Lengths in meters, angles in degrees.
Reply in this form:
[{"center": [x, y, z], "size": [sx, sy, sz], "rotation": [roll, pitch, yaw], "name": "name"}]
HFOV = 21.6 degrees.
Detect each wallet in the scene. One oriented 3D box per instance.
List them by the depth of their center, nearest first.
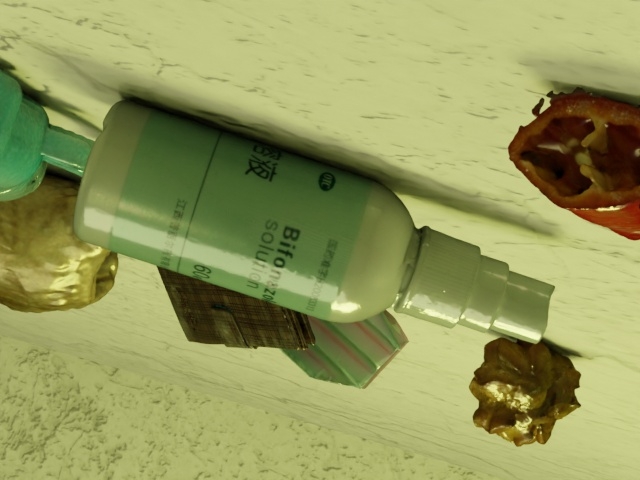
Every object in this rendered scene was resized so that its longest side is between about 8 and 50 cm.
[{"center": [-0.089, 0.045, 1.634], "size": [0.042, 0.124, 0.230], "rotation": [-28, -165, -31], "name": "wallet"}]

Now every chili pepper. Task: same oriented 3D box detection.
[{"center": [0.172, -0.029, 0.961], "size": [0.088, 0.065, 0.169], "rotation": [20, 176, 25], "name": "chili pepper"}]

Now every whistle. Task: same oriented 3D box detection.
[{"center": [-0.265, -0.078, 1.339], "size": [0.186, 0.093, 0.274], "rotation": [17, 172, 0], "name": "whistle"}]

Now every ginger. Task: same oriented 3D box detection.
[{"center": [-0.316, -0.022, 1.593], "size": [0.275, 0.130, 0.221], "rotation": [9, 159, 13], "name": "ginger"}]

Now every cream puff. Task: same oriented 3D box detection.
[{"center": [0.207, 0.150, 1.686], "size": [0.116, 0.122, 0.094], "rotation": [-20, -173, -15], "name": "cream puff"}]

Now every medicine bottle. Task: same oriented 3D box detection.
[{"center": [0.000, 0.000, 1.235], "size": [0.351, 0.110, 0.110], "rotation": [18, 169, -1], "name": "medicine bottle"}]

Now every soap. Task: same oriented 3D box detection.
[{"center": [0.012, 0.087, 1.670], "size": [0.149, 0.100, 0.056], "rotation": [41, -177, 19], "name": "soap"}]
